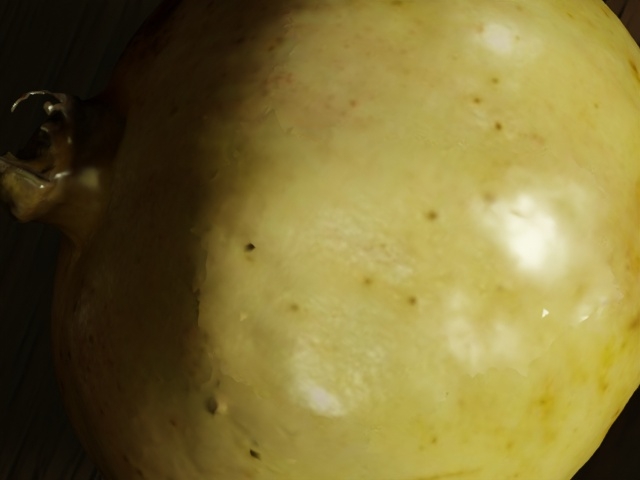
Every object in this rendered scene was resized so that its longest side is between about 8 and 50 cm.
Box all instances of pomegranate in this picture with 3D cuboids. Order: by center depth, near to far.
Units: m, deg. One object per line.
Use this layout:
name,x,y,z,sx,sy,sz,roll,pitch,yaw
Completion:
pomegranate,0.000,0.000,0.753,0.338,0.338,0.338,0,90,22
